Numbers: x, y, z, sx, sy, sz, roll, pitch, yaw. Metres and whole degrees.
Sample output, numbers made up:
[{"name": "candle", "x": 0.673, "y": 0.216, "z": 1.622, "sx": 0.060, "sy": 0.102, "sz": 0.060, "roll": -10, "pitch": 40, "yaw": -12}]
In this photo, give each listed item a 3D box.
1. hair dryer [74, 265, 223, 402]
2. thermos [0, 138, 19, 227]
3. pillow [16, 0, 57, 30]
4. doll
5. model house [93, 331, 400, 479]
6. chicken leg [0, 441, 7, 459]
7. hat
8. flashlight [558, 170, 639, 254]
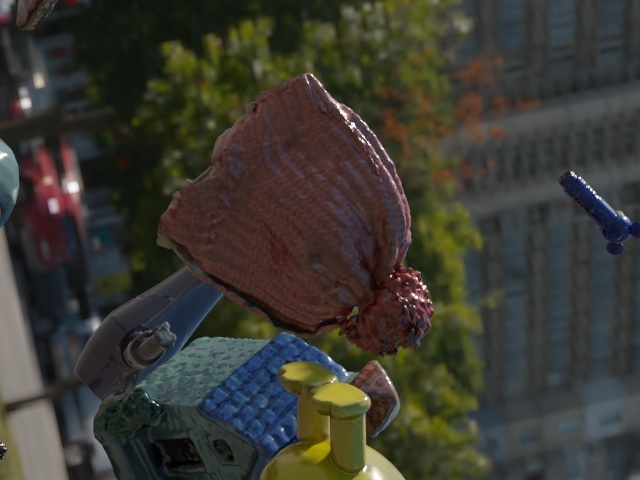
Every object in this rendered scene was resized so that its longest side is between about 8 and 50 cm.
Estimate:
[{"name": "hair dryer", "x": -0.219, "y": 0.124, "z": 2.632, "sx": 0.121, "sy": 0.301, "sz": 0.361, "roll": 48, "pitch": -4, "yaw": -8}, {"name": "thermos", "x": -0.489, "y": -0.080, "z": 2.187, "sx": 0.286, "sy": 0.182, "sz": 0.145, "roll": 15, "pitch": 95, "yaw": -59}, {"name": "pillow", "x": -0.267, "y": -0.316, "z": 1.699, "sx": 0.126, "sy": 0.043, "sz": 0.232, "roll": 138, "pitch": -54, "yaw": -63}, {"name": "doll", "x": 0.010, "y": 0.283, "z": 1.604, "sx": 0.199, "sy": 0.145, "sz": 0.363, "roll": 34, "pitch": -50, "yaw": 57}, {"name": "model house", "x": -0.046, "y": 0.270, "z": 2.253, "sx": 0.329, "sy": 0.252, "sz": 0.295, "roll": -6, "pitch": -67, "yaw": 40}, {"name": "chicken leg", "x": -0.468, "y": 0.264, "z": 2.361, "sx": 0.062, "sy": 0.145, "sz": 0.037, "roll": -58, "pitch": 145, "yaw": -60}, {"name": "hat", "x": 0.000, "y": 0.000, "z": 1.819, "sx": 0.286, "sy": 0.236, "sz": 0.107, "roll": 44, "pitch": 19, "yaw": 6}, {"name": "flashlight", "x": 0.335, "y": -0.038, "z": 2.220, "sx": 0.121, "sy": 0.057, "sz": 0.035, "roll": 44, "pitch": 29, "yaw": -8}]
